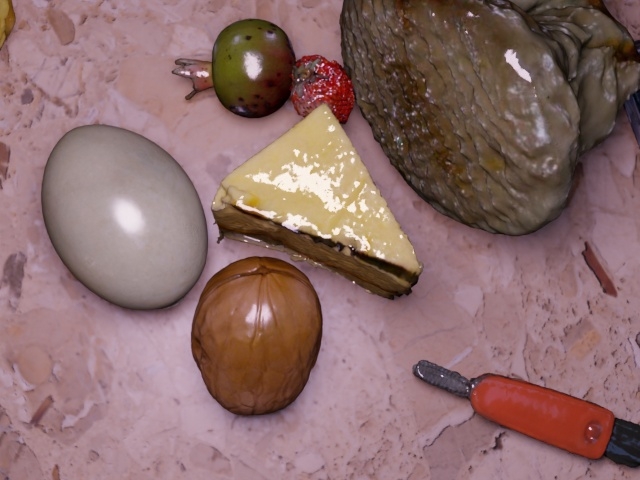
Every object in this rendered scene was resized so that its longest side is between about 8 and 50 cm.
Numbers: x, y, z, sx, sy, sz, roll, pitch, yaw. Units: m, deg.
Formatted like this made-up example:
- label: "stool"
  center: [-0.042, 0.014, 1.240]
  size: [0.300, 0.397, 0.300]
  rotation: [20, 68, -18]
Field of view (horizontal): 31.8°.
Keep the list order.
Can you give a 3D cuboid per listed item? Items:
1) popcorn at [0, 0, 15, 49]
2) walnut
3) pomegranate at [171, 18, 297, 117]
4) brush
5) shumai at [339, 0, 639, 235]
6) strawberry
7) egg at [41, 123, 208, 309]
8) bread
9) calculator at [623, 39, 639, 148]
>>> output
- label: "popcorn"
  center: [-0.534, -0.294, 1.396]
  size: [0.286, 0.215, 0.252]
  rotation: [12, 65, 2]
- label: "walnut"
  center: [-0.078, 0.117, 1.370]
  size: [0.167, 0.207, 0.167]
  rotation: [7, 39, -5]
- label: "pomegranate"
  center: [-0.104, -0.212, 1.450]
  size: [0.159, 0.129, 0.129]
  rotation: [-30, 84, 5]
- label: "brush"
  center: [0.271, 0.215, 1.447]
  size: [0.323, 0.051, 0.070]
  rotation: [21, 88, -3]
- label: "shumai"
  center: [0.238, -0.216, 1.374]
  size: [0.323, 0.397, 0.324]
  rotation: [-29, 124, -23]
- label: "strawberry"
  center: [0.004, -0.184, 1.407]
  size: [0.083, 0.096, 0.083]
  rotation: [-17, 51, 23]
- label: "egg"
  center: [-0.242, -0.030, 1.382]
  size: [0.186, 0.186, 0.253]
  rotation: [-31, 86, -7]
- label: "bread"
  center: [0.000, 0.000, 1.357]
  size: [0.198, 0.263, 0.236]
  rotation: [-38, 86, -5]
- label: "calculator"
  center: [0.538, -0.222, 1.532]
  size: [0.274, 0.028, 0.166]
  rotation: [-18, 83, -6]
